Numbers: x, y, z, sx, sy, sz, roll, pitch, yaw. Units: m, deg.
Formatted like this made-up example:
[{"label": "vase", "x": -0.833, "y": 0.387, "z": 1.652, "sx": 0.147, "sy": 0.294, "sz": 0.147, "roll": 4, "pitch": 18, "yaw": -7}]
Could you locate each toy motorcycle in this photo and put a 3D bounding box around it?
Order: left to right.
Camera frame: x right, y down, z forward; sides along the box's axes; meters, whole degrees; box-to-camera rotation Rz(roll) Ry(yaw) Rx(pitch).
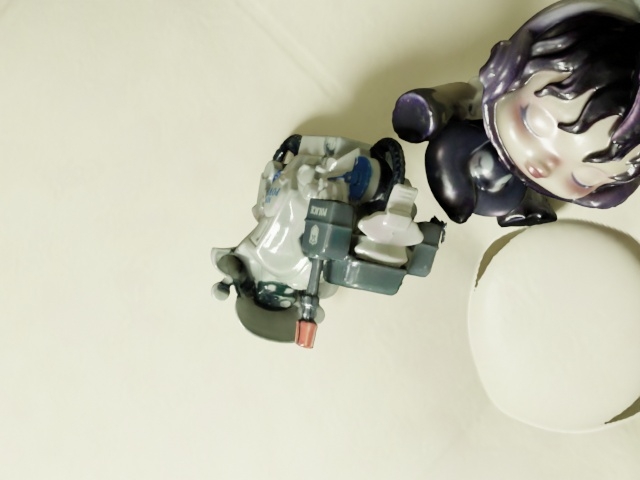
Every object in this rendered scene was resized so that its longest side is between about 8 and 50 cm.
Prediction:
[{"label": "toy motorcycle", "x": 0.000, "y": 0.000, "z": 1.352, "sx": 0.221, "sy": 0.102, "sz": 0.150, "roll": 7, "pitch": 82, "yaw": 65}]

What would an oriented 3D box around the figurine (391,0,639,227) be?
[{"label": "figurine", "x": 0.173, "y": -0.091, "z": 1.275, "sx": 0.222, "sy": 0.145, "sz": 0.145, "roll": -21, "pitch": 84, "yaw": 40}]
